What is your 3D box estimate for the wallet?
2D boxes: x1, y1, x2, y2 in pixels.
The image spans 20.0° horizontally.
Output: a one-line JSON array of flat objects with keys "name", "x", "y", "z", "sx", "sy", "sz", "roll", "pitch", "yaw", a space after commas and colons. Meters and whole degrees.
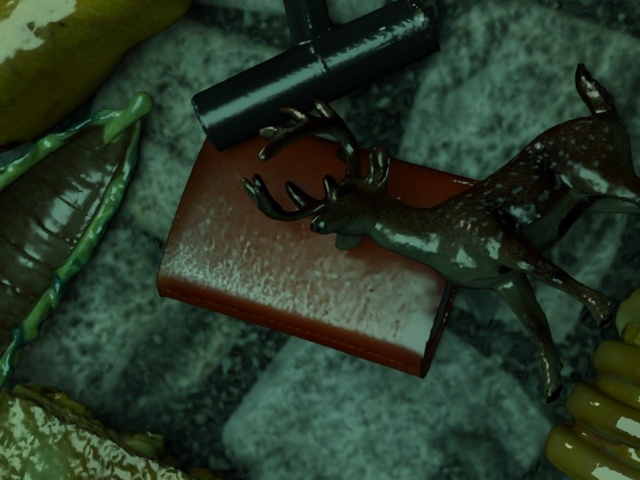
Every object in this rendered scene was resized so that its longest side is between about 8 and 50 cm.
[{"name": "wallet", "x": 0.000, "y": 0.000, "z": 1.261, "sx": 0.204, "sy": 0.045, "sz": 0.142, "roll": 16, "pitch": 84, "yaw": 16}]

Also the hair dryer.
[{"name": "hair dryer", "x": -0.033, "y": -0.180, "z": 1.265, "sx": 0.173, "sy": 0.050, "sz": 0.195, "roll": -25, "pitch": 75, "yaw": 2}]

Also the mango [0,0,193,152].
[{"name": "mango", "x": -0.220, "y": -0.159, "z": 1.292, "sx": 0.295, "sy": 0.120, "sz": 0.177, "roll": -21, "pitch": 77, "yaw": 14}]

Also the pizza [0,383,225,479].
[{"name": "pizza", "x": -0.155, "y": 0.264, "z": 1.294, "sx": 0.258, "sy": 0.087, "sz": 0.268, "roll": 28, "pitch": 99, "yaw": 10}]

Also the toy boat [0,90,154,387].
[{"name": "toy boat", "x": -0.221, "y": 0.012, "z": 1.290, "sx": 0.108, "sy": 0.099, "sz": 0.293, "roll": 41, "pitch": 74, "yaw": -12}]

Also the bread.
[{"name": "bread", "x": 0.223, "y": 0.110, "z": 1.182, "sx": 0.119, "sy": 0.084, "sz": 0.177, "roll": 25, "pitch": 94, "yaw": 14}]

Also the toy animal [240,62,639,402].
[{"name": "toy animal", "x": 0.106, "y": -0.018, "z": 1.183, "sx": 0.243, "sy": 0.087, "sz": 0.260, "roll": -27, "pitch": 56, "yaw": -23}]
